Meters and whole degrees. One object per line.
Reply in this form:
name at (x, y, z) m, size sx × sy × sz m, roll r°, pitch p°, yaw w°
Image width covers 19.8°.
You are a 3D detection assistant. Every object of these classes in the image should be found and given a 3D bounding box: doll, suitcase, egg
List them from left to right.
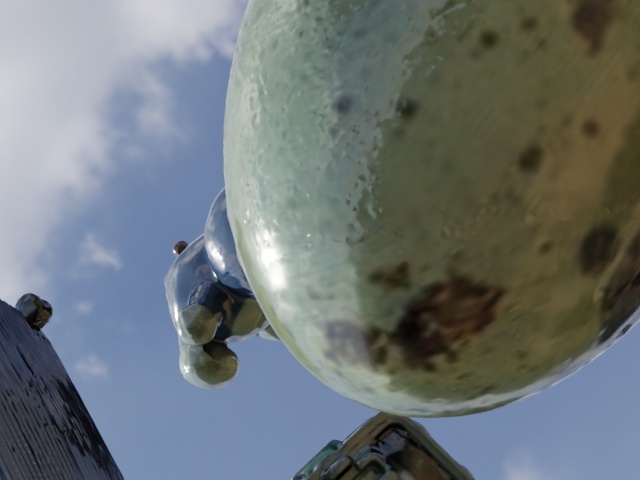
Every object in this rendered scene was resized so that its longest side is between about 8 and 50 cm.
suitcase at (-0.267, 0.176, 1.473) m, size 0.152 × 0.335 × 0.229 m, roll -38°, pitch -31°, yaw 7°
doll at (-0.046, 0.015, 1.788) m, size 0.228 × 0.154 × 0.258 m, roll -27°, pitch -10°, yaw -48°
egg at (0.096, -0.082, 1.005) m, size 0.287 × 0.287 × 0.379 m, roll 45°, pitch -128°, yaw -48°

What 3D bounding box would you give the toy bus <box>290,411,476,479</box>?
toy bus at (0.102, 0.328, 1.569) m, size 0.183 × 0.343 × 0.199 m, roll -40°, pitch -13°, yaw -25°
